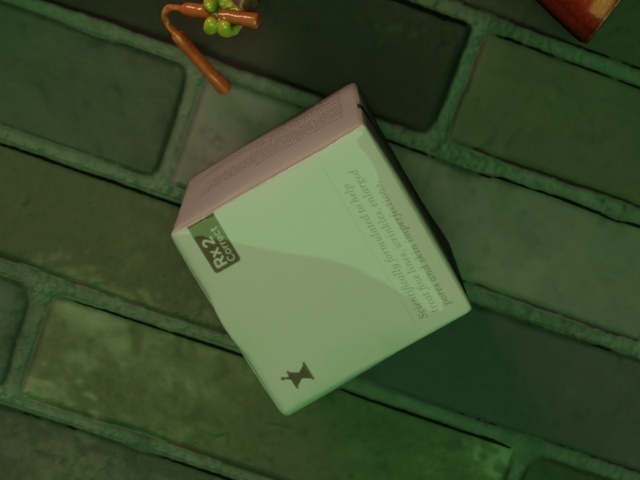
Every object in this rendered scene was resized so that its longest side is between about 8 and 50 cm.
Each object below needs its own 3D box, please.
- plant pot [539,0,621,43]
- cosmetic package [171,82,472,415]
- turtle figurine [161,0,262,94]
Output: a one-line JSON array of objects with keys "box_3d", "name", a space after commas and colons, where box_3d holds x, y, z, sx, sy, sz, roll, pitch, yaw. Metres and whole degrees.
[{"box_3d": [0.160, -0.304, 1.035, 0.235, 0.267, 0.267, 37, 101, 3], "name": "plant pot"}, {"box_3d": [0.000, 0.000, 1.133, 0.151, 0.184, 0.151, -30, 104, 6], "name": "cosmetic package"}, {"box_3d": [-0.049, -0.234, 1.088, 0.087, 0.217, 0.270, -26, 108, -36], "name": "turtle figurine"}]
